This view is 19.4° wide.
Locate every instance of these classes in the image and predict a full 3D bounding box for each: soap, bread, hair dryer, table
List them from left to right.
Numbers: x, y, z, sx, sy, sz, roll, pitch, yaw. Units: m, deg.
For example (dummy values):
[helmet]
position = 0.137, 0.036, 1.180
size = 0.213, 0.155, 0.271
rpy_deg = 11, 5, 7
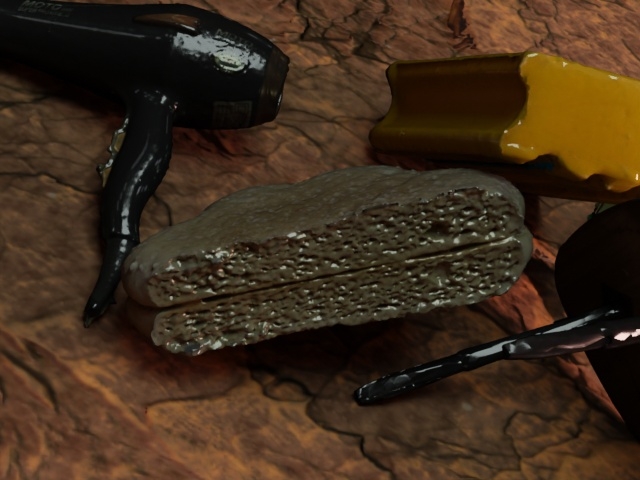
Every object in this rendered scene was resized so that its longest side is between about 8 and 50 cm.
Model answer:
[hair dryer]
position = -0.195, -0.080, 1.621
size = 0.304, 0.120, 0.359
rpy_deg = 13, 51, -4
[bread]
position = 0.001, 0.006, 1.560
size = 0.337, 0.102, 0.183
rpy_deg = -11, 16, -6
[soap]
position = 0.192, -0.100, 1.691
size = 0.204, 0.096, 0.324
rpy_deg = 14, -1, -20
[table]
position = 0.217, 0.148, 1.508
size = 0.249, 0.317, 0.317
rpy_deg = -21, 59, -26

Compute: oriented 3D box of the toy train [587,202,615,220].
[toy train]
position = 0.397, -0.052, 1.847
size = 0.269, 0.154, 0.115
rpy_deg = -9, 53, -34
